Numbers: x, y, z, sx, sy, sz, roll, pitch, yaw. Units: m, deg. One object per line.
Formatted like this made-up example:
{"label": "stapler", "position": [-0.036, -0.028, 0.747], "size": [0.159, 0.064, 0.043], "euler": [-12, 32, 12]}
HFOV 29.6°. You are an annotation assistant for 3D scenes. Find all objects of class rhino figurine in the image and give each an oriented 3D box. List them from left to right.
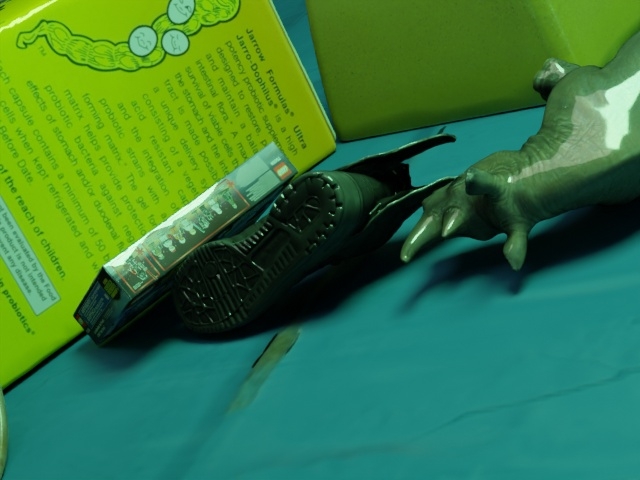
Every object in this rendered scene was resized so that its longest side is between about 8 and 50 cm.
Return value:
{"label": "rhino figurine", "position": [0.141, -0.055, 0.598], "size": [0.243, 0.073, 0.106], "euler": [-30, 18, -6]}

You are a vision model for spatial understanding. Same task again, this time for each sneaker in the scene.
{"label": "sneaker", "position": [-0.001, -0.002, 0.668], "size": [0.170, 0.051, 0.089], "euler": [-37, -16, 36]}

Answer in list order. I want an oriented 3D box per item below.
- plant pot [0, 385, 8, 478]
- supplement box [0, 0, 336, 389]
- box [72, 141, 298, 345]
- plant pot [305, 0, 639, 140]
{"label": "plant pot", "position": [-0.279, 0.101, 0.623], "size": [0.165, 0.167, 0.167], "euler": [-29, 19, 18]}
{"label": "supplement box", "position": [-0.202, -0.058, 0.835], "size": [0.356, 0.195, 0.194], "euler": [-38, 24, -28]}
{"label": "box", "position": [-0.082, 0.002, 0.734], "size": [0.137, 0.027, 0.094], "euler": [-39, -2, -31]}
{"label": "plant pot", "position": [0.105, -0.214, 0.854], "size": [0.212, 0.187, 0.212], "euler": [-6, 28, 42]}
